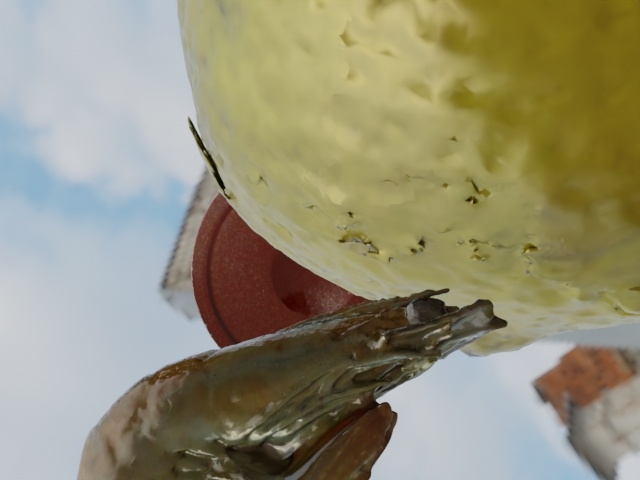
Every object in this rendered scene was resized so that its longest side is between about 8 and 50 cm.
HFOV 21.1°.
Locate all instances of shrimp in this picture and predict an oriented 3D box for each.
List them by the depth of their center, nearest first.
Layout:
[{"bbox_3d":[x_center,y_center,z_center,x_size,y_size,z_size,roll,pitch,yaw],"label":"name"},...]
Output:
[{"bbox_3d":[-0.006,0.047,0.390,0.023,0.108,0.059,50,-156,-56],"label":"shrimp"}]

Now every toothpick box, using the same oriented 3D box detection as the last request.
[{"bbox_3d":[0.000,0.000,1.520,0.204,0.204,0.333,48,-173,-5],"label":"toothpick box"}]

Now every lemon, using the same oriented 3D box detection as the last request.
[{"bbox_3d":[0.101,-0.137,0.810,0.350,0.350,0.387,2,-87,-49],"label":"lemon"}]
